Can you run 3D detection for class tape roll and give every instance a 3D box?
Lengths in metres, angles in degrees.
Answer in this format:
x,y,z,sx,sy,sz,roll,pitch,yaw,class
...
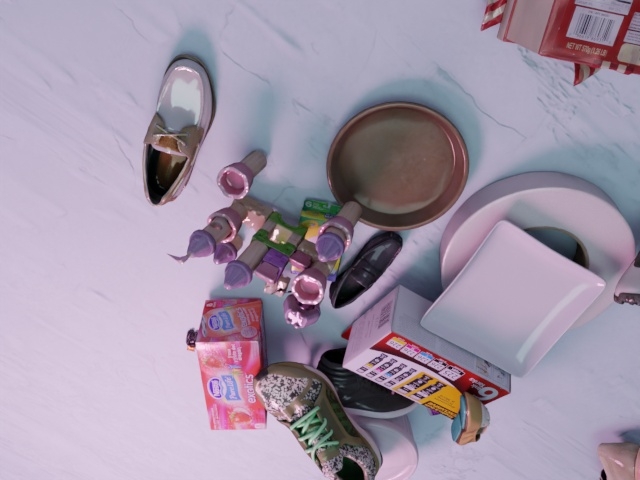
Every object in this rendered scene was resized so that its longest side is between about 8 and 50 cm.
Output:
x,y,z,sx,sy,sz,roll,pitch,yaw,class
0.445,0.043,1.250,0.391,0.072,0.392,2,124,4,tape roll

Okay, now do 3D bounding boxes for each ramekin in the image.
x,y,z,sx,sy,sz,roll,pitch,yaw,class
0.120,0.523,1.567,0.272,0.127,0.273,2,123,4,ramekin

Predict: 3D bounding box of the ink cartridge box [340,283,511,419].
x,y,z,sx,sy,sz,roll,pitch,yaw,class
0.223,0.274,1.354,0.309,0.130,0.272,28,138,-12,ink cartridge box

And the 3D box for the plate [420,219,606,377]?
x,y,z,sx,sy,sz,roll,pitch,yaw,class
0.387,0.121,1.218,0.277,0.045,0.277,28,110,-12,plate

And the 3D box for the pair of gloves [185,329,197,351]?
x,y,z,sx,sy,sz,roll,pitch,yaw,class
-0.299,0.256,1.503,0.083,0.010,0.074,11,125,2,pair of gloves

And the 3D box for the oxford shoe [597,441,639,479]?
x,y,z,sx,sy,sz,roll,pitch,yaw,class
0.840,0.652,1.604,0.146,0.140,0.397,6,136,40,oxford shoe

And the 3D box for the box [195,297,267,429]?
x,y,z,sx,sy,sz,roll,pitch,yaw,class
-0.202,0.300,1.433,0.142,0.154,0.300,-1,125,0,box

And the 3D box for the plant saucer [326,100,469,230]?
x,y,z,sx,sy,sz,roll,pitch,yaw,class
0.150,-0.145,1.175,0.277,0.041,0.278,3,123,4,plant saucer

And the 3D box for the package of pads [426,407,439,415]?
x,y,z,sx,sy,sz,roll,pitch,yaw,class
0.291,0.412,1.533,0.050,0.032,0.083,-17,120,19,package of pads

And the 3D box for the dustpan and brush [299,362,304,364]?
x,y,z,sx,sy,sz,roll,pitch,yaw,class
-0.049,0.372,1.524,0.147,0.060,0.211,5,124,3,dustpan and brush

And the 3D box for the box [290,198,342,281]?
x,y,z,sx,sy,sz,roll,pitch,yaw,class
0.000,0.000,1.284,0.105,0.043,0.179,11,122,0,box

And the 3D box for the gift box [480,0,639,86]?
x,y,z,sx,sy,sz,roll,pitch,yaw,class
0.401,-0.361,0.872,0.254,0.258,0.277,15,116,-4,gift box

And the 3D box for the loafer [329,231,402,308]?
x,y,z,sx,sy,sz,roll,pitch,yaw,class
0.098,0.070,1.298,0.076,0.078,0.223,34,120,-17,loafer

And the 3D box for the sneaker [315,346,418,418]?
x,y,z,sx,sy,sz,roll,pitch,yaw,class
0.117,0.344,1.465,0.295,0.104,0.147,7,108,-12,sneaker

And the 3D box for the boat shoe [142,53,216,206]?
x,y,z,sx,sy,sz,roll,pitch,yaw,class
-0.275,-0.198,1.143,0.113,0.103,0.303,15,123,-5,boat shoe

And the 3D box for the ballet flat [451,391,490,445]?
x,y,z,sx,sy,sz,roll,pitch,yaw,class
0.330,0.383,1.290,0.073,0.080,0.232,-1,149,5,ballet flat

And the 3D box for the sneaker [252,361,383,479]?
x,y,z,sx,sy,sz,roll,pitch,yaw,class
0.010,0.437,1.339,0.158,0.182,0.410,-42,105,5,sneaker

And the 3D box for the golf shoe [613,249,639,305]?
x,y,z,sx,sy,sz,roll,pitch,yaw,class
0.637,0.041,1.145,0.105,0.272,0.120,1,111,48,golf shoe

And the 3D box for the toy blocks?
x,y,z,sx,sy,sz,roll,pitch,yaw,class
-0.111,0.043,1.157,0.288,0.260,0.309,28,125,4,toy blocks
